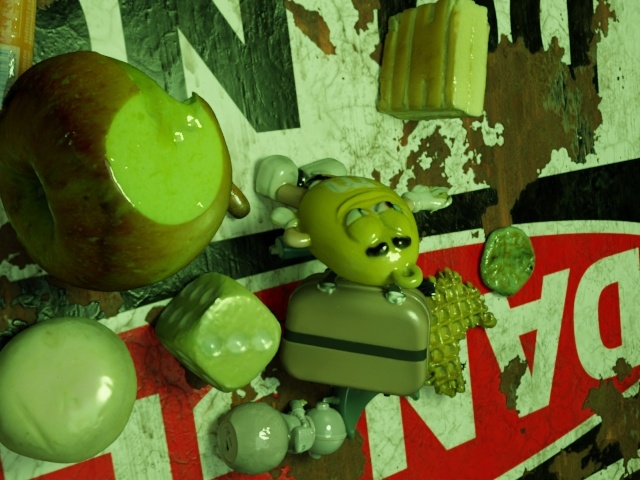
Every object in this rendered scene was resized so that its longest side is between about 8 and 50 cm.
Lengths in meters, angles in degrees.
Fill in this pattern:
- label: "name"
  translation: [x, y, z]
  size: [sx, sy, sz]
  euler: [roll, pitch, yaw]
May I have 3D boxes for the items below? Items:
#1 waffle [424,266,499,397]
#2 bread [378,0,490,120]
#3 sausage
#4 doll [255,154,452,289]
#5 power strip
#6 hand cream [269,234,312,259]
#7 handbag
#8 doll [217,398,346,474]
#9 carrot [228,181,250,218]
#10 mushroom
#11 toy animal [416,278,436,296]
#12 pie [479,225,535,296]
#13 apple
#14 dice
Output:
- label: "waffle"
  translation: [0.309, 0.209, 1.736]
  size: [0.260, 0.069, 0.293]
  euler: [45, 58, -27]
- label: "bread"
  translation: [0.240, -0.391, 1.580]
  size: [0.111, 0.239, 0.246]
  euler: [4, 93, -39]
- label: "sausage"
  translation: [-0.510, -0.362, 1.181]
  size: [0.093, 0.093, 0.312]
  euler: [3, 91, -33]
- label: "doll"
  translation: [0.057, -0.060, 1.407]
  size: [0.348, 0.423, 0.161]
  euler: [-43, 141, -46]
- label: "power strip"
  translation: [0.111, 0.339, 1.651]
  size: [0.253, 0.054, 0.167]
  euler: [-19, 101, -31]
- label: "hand cream"
  translation: [0.000, 0.000, 1.536]
  size: [0.224, 0.083, 0.048]
  euler: [-12, 141, -21]
- label: "handbag"
  translation: [0.077, 0.157, 1.457]
  size: [0.302, 0.149, 0.283]
  euler: [9, 107, 9]
- label: "doll"
  translation: [-0.065, 0.396, 1.492]
  size: [0.287, 0.151, 0.151]
  euler: [4, 91, -36]
- label: "carrot"
  translation: [-0.201, -0.122, 1.424]
  size: [0.047, 0.047, 0.191]
  euler: [-45, 114, -22]
- label: "mushroom"
  translation: [-0.428, 0.257, 1.224]
  size: [0.246, 0.202, 0.246]
  euler: [4, 56, -5]
- label: "toy animal"
  translation: [0.113, 0.092, 1.583]
  size: [0.197, 0.272, 0.160]
  euler: [-37, 142, -16]
- label: "pie"
  translation: [0.480, 0.053, 1.876]
  size: [0.187, 0.041, 0.187]
  euler: [-3, 95, -33]
- label: "apple"
  translation: [-0.312, -0.112, 1.164]
  size: [0.374, 0.374, 0.384]
  euler: [-14, 126, -31]
- label: "dice"
  translation: [-0.192, 0.172, 1.374]
  size: [0.166, 0.169, 0.169]
  euler: [-51, 117, -20]
